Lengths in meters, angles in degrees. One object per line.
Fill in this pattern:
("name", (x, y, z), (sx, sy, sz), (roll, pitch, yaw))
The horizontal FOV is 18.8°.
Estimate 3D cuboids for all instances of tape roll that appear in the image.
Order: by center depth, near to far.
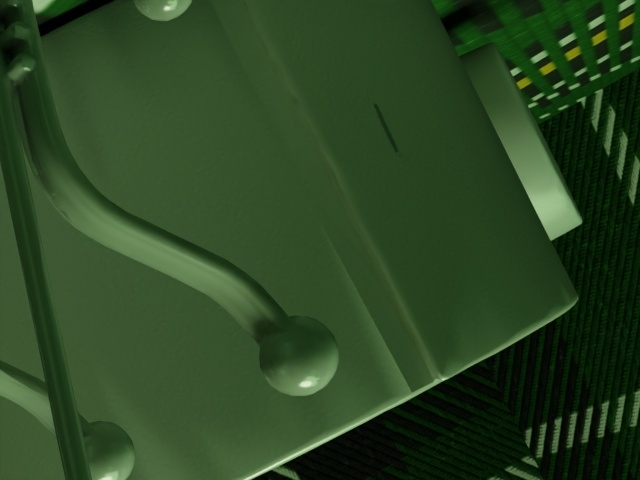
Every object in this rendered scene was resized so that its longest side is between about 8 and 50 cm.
("tape roll", (-0.043, 0.002, 0.764), (0.246, 0.169, 0.246), (-27, 177, -1))

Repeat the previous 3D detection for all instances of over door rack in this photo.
("over door rack", (-0.099, 0.101, 0.554), (0.108, 0.324, 0.239), (10, 155, -34))

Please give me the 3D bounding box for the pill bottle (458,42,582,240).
("pill bottle", (0.000, 0.000, 1.195), (0.301, 0.169, 0.169), (-27, 178, 8))
